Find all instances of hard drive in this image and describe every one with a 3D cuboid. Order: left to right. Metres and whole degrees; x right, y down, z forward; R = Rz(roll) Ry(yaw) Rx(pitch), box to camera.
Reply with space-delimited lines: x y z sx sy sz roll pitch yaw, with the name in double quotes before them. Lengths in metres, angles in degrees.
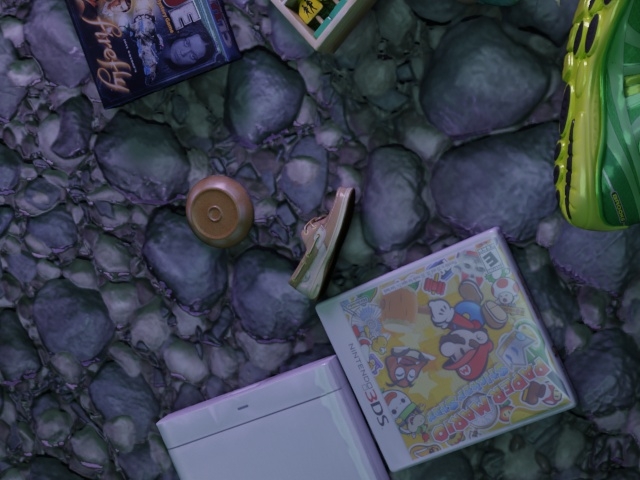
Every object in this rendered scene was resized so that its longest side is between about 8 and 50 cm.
"hard drive" -0.017 0.330 1.702 0.233 0.047 0.353 -22 93 23

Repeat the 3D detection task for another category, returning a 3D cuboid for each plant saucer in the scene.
"plant saucer" -0.116 -0.031 1.682 0.083 0.015 0.083 4 103 20

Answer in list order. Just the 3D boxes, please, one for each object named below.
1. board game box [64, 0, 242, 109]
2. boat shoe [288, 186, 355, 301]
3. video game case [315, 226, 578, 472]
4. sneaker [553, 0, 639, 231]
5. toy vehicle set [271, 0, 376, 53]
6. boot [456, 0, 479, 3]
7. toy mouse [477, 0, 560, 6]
"board game box" -0.203 -0.285 1.647 0.165 0.042 0.243 -19 94 22
"boat shoe" 0.000 0.000 1.626 0.045 0.050 0.135 23 108 9
"video game case" 0.133 0.121 1.615 0.227 0.026 0.206 -24 92 23
"sneaker" 0.305 -0.154 1.469 0.124 0.109 0.295 6 100 -10
"toy vehicle set" 0.036 -0.344 1.527 0.166 0.035 0.267 49 113 22
"boot" 0.153 -0.299 1.519 0.087 0.042 0.118 18 104 8
"toy mouse" 0.192 -0.284 1.487 0.161 0.031 0.143 -43 98 -1
